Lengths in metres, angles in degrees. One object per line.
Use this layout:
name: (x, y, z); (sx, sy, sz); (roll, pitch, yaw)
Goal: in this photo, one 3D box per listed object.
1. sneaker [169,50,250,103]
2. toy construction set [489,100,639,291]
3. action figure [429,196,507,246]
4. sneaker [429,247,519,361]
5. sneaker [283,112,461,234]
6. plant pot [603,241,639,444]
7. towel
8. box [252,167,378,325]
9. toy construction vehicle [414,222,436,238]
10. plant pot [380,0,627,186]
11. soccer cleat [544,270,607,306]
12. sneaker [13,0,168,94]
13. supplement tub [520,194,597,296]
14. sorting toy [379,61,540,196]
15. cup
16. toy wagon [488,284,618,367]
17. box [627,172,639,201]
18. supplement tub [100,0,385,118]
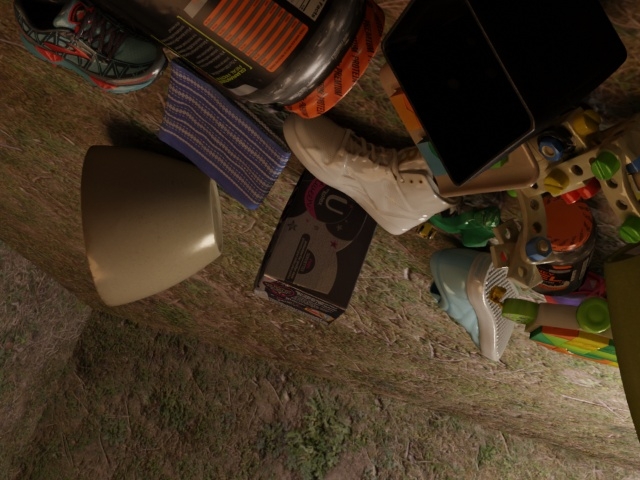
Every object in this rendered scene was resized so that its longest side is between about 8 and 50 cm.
sneaker: (-0.075, -0.249, 1.262); (0.281, 0.106, 0.162); (23, 168, 30)
toy construction set: (0.345, -0.062, 1.166); (0.215, 0.151, 0.328); (49, 140, -8)
action figure: (0.250, -0.033, 1.448); (0.137, 0.063, 0.232); (22, 177, -7)
sneaker: (0.305, 0.117, 1.782); (0.150, 0.135, 0.366); (20, 153, 29)
sneaker: (0.094, -0.133, 1.393); (0.292, 0.108, 0.169); (36, 142, -26)
plant pot: (0.506, 0.131, 1.175); (0.293, 0.275, 0.275); (64, 155, 1)
towel: (-0.176, -0.172, 1.523); (0.243, 0.040, 0.336); (41, 161, -1)
box: (0.000, 0.000, 1.588); (0.163, 0.247, 0.142); (23, 159, -5)
toy construction vehicle: (0.172, -0.034, 1.603); (0.086, 0.035, 0.098); (29, -179, 10)
plant pot: (0.201, -0.195, 0.931); (0.187, 0.167, 0.188); (62, 161, 7)
soccer cleat: (0.515, 0.101, 1.575); (0.248, 0.083, 0.095); (13, 154, 31)
sneaker: (-0.365, -0.313, 1.367); (0.262, 0.104, 0.125); (19, 158, 8)
supplement tub: (0.377, 0.006, 1.408); (0.117, 0.117, 0.190); (15, 159, 17)
sorting toy: (0.174, -0.153, 1.161); (0.193, 0.038, 0.208); (-4, 118, 57)
cup: (-0.328, -0.042, 1.803); (0.237, 0.331, 0.331); (-7, 158, 0)
toy wagon: (0.447, 0.153, 1.484); (0.344, 0.068, 0.267); (14, 168, 6)
box: (0.501, -0.056, 1.227); (0.105, 0.043, 0.179); (7, 153, 35)
supplement tub: (-0.104, -0.294, 0.989); (0.338, 0.207, 0.207); (33, 158, -27)
